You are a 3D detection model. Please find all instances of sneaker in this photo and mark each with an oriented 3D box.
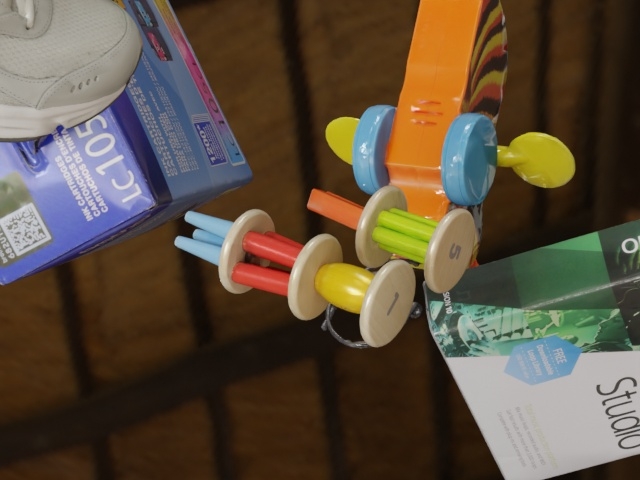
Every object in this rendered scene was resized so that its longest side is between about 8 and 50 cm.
[{"bbox_3d":[-0.195,-0.129,0.902,0.262,0.099,0.121,7,-47,-32],"label":"sneaker"}]

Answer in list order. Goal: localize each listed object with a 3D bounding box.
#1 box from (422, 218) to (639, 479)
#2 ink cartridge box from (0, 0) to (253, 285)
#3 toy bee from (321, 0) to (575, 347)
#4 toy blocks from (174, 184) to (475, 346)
[{"bbox_3d":[0.259,0.068,1.370,0.232,0.322,0.058,60,-164,-50],"label":"box"},{"bbox_3d":[-0.213,-0.123,1.514,0.270,0.151,0.395,63,-166,-1],"label":"ink cartridge box"},{"bbox_3d":[0.082,-0.041,1.463,0.298,0.195,0.162,-54,-31,-9],"label":"toy bee"},{"bbox_3d":[0.000,0.000,1.126,0.123,0.148,0.054,-37,-42,-45],"label":"toy blocks"}]
